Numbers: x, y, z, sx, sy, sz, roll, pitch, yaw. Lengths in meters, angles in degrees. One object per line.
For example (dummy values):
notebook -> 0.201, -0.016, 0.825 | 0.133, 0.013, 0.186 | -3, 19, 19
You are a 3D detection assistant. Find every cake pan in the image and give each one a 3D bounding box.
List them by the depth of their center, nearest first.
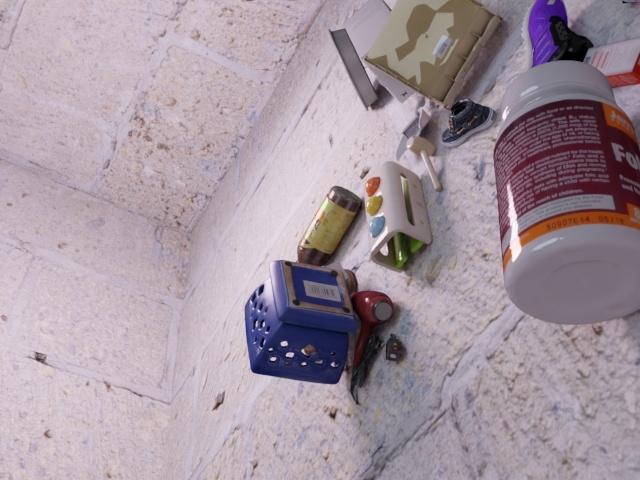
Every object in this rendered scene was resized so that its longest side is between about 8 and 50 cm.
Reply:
cake pan -> 0.112, -0.567, 2.285 | 0.054, 0.293, 0.293 | -25, 32, 10

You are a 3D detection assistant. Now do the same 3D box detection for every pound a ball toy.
pound a ball toy -> 0.194, -0.110, 1.734 | 0.208, 0.136, 0.319 | -51, 26, 35

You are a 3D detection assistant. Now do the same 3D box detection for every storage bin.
storage bin -> 0.291, -0.512, 1.793 | 0.260, 0.123, 0.262 | 37, 107, 23

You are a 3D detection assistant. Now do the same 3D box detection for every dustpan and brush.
dustpan and brush -> 0.261, -0.326, 1.904 | 0.211, 0.060, 0.147 | -52, -2, -37

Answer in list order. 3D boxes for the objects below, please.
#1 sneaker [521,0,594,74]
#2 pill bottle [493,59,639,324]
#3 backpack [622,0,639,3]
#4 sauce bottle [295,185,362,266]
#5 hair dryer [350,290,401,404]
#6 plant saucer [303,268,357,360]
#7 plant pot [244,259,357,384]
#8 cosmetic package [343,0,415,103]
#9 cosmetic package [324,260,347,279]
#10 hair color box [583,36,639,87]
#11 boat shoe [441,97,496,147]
sneaker -> 0.482, -0.381, 1.392 | 0.146, 0.102, 0.293 | -19, 55, 58
pill bottle -> 0.392, -0.087, 1.098 | 0.224, 0.224, 0.392 | -44, 30, 45
backpack -> 0.580, -0.528, 1.272 | 0.152, 0.115, 0.182 | 2, 73, 66
sauce bottle -> 0.000, 0.000, 2.129 | 0.344, 0.111, 0.111 | -60, 21, 16
hair dryer -> 0.101, 0.222, 1.682 | 0.223, 0.080, 0.293 | -52, 24, 34
plant saucer -> 0.014, 0.204, 1.975 | 0.278, 0.041, 0.277 | -51, 25, 34
plant pot -> -0.043, 0.190, 1.722 | 0.236, 0.236, 0.212 | -104, 32, -50
cosmetic package -> 0.204, -0.586, 2.106 | 0.155, 0.197, 0.365 | -40, 30, 16
cosmetic package -> -0.030, 0.136, 1.950 | 0.239, 0.099, 0.060 | -36, 78, 53
hair color box -> 0.534, -0.317, 1.256 | 0.072, 0.043, 0.141 | -67, 21, -2
boat shoe -> 0.329, -0.285, 1.666 | 0.183, 0.083, 0.065 | -27, 43, 60
